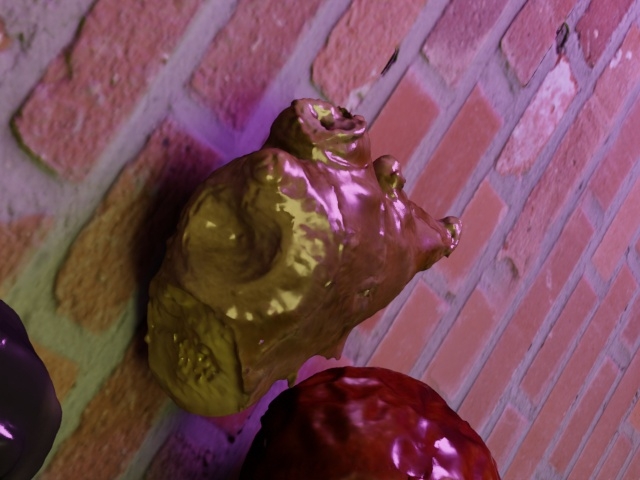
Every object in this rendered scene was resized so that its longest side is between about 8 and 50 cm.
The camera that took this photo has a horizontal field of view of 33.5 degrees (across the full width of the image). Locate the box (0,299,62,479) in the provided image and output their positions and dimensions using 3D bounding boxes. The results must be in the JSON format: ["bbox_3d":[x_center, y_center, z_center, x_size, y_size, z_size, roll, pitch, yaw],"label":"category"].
[{"bbox_3d":[-0.309,0.103,0.372,0.359,0.091,0.350,-47,139,-3],"label":"box"}]

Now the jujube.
[{"bbox_3d":[0.032,0.188,0.788,0.290,0.197,0.197,39,76,-83],"label":"jujube"}]

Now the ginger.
[{"bbox_3d":[0.000,0.000,0.749,0.270,0.123,0.218,-29,137,-48],"label":"ginger"}]
